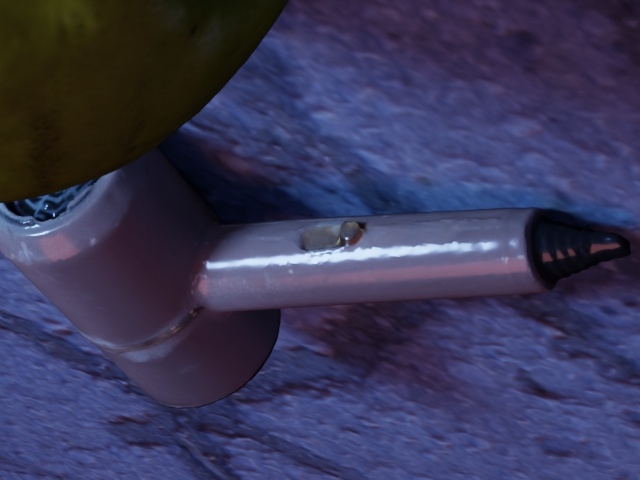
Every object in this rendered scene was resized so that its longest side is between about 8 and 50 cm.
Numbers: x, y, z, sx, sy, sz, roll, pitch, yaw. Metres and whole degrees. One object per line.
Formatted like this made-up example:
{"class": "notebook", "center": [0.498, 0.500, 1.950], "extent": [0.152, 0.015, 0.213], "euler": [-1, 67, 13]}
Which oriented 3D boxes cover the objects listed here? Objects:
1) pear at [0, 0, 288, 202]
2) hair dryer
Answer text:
{"class": "pear", "center": [-0.152, -0.135, 0.716], "extent": [0.307, 0.253, 0.253], "euler": [15, 158, 38]}
{"class": "hair dryer", "center": [0.000, 0.000, 1.078], "extent": [0.344, 0.107, 0.189], "euler": [-5, 145, 26]}
